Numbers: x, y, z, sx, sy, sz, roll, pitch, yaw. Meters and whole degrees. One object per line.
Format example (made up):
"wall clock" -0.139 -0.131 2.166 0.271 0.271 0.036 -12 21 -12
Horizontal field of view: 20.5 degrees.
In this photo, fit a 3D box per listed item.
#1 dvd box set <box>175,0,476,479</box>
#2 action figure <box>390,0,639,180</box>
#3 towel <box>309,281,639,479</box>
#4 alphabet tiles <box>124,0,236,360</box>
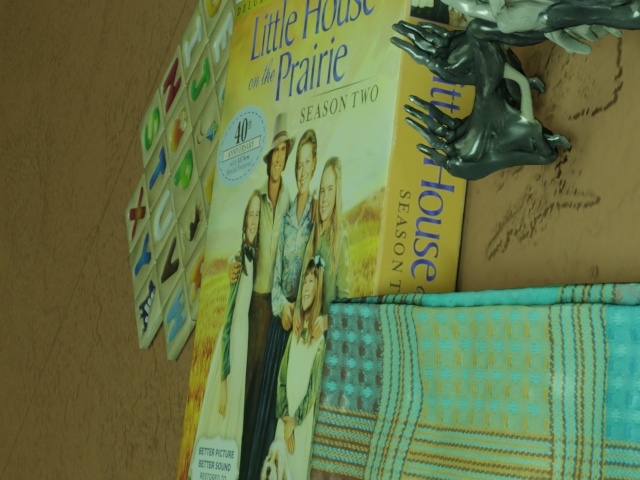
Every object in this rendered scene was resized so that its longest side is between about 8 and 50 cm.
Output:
"dvd box set" 0.000 0.000 1.186 0.307 0.062 0.420 173 105 -65
"action figure" 0.117 -0.153 0.884 0.276 0.141 0.164 123 159 -46
"towel" 0.095 0.155 0.863 0.370 0.040 0.271 -4 77 57
"alphabet tiles" -0.104 -0.075 1.523 0.342 0.011 0.285 122 149 -41
